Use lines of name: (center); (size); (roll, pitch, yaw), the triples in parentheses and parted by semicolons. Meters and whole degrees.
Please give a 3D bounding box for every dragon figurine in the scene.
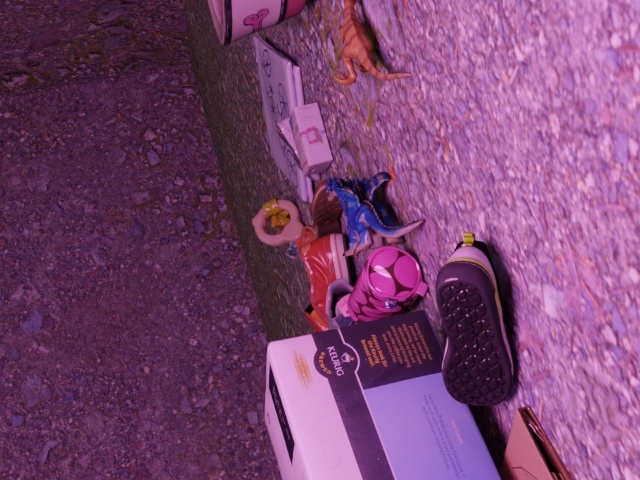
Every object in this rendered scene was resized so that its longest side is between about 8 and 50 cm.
dragon figurine: (0.069, -0.056, 1.294); (0.289, 0.085, 0.144); (159, 97, -80)

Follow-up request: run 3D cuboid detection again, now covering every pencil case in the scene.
pencil case: (0.101, 0.083, 1.308); (0.209, 0.098, 0.095); (108, -178, -72)

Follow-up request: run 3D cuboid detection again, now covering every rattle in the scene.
rattle: (-0.073, -0.007, 2.105); (0.200, 0.130, 0.142); (36, 158, 31)

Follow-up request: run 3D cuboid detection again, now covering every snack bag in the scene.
snack bag: (-0.084, -0.285, 1.908); (0.342, 0.037, 0.323); (-126, 26, -62)

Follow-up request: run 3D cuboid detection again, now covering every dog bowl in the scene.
dog bowl: (-0.127, -0.545, 1.402); (0.408, 0.150, 0.408); (169, 90, -81)

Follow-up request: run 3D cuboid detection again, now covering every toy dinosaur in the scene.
toy dinosaur: (0.056, -0.266, 1.172); (0.112, 0.064, 0.211); (97, 156, -58)

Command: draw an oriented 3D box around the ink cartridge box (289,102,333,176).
ink cartridge box: (-0.020, -0.198, 1.649); (0.088, 0.052, 0.122); (131, 126, -77)

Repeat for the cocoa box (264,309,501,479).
cocoa box: (0.080, 0.306, 1.085); (0.231, 0.228, 0.347); (96, 158, -51)

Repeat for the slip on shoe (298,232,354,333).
slip on shoe: (0.021, 0.150, 1.666); (0.123, 0.101, 0.331); (-70, -28, -76)

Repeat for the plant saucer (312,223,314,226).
plant saucer: (0.000, 0.000, 1.884); (0.083, 0.013, 0.083); (166, 90, -78)

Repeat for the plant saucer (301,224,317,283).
plant saucer: (0.011, 0.060, 1.802); (0.200, 0.037, 0.200); (163, 90, -74)

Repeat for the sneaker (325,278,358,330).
sneaker: (0.070, 0.167, 1.441); (0.131, 0.112, 0.319); (67, 171, -20)

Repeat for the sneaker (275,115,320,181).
sneaker: (-0.032, -0.192, 1.732); (0.152, 0.061, 0.054); (60, 167, -20)

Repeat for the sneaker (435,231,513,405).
sneaker: (0.188, 0.095, 0.979); (0.097, 0.084, 0.234); (-65, -28, -48)

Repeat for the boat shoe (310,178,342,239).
boat shoe: (0.006, -0.065, 1.649); (0.178, 0.064, 0.060); (89, 162, -56)

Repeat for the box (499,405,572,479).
box: (0.258, 0.316, 0.974); (0.201, 0.021, 0.164); (87, 165, -46)
